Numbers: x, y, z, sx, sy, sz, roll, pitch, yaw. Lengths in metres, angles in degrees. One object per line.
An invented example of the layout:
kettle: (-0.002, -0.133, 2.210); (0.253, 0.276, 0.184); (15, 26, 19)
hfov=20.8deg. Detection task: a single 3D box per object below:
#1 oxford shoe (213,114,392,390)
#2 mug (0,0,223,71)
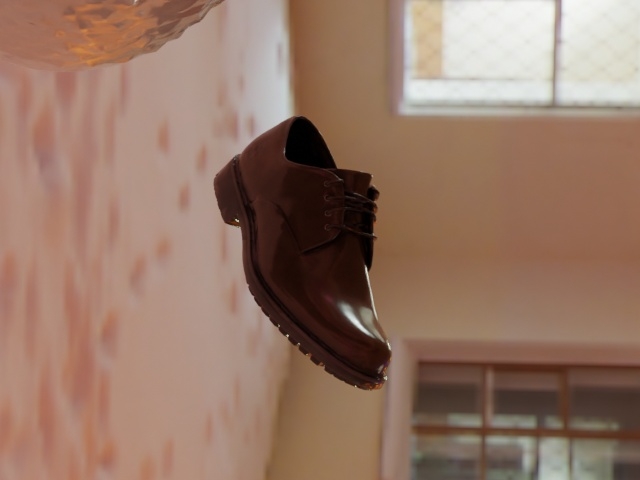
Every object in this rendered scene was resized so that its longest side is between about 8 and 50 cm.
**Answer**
oxford shoe: (0.000, 0.000, 1.148); (0.083, 0.096, 0.227); (21, 32, -43)
mug: (-0.104, -0.284, 1.028); (0.374, 0.276, 0.328); (-47, 175, -33)
